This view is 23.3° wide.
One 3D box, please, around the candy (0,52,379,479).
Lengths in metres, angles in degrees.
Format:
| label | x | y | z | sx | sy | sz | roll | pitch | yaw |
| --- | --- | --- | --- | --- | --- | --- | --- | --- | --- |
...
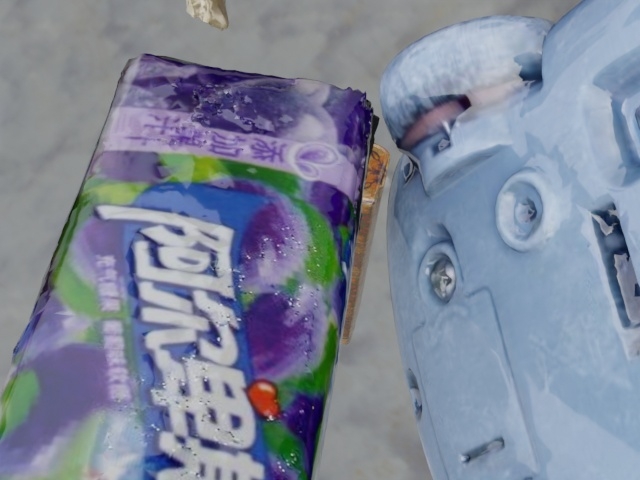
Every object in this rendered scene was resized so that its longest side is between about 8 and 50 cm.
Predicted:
| label | x | y | z | sx | sy | sz | roll | pitch | yaw |
| --- | --- | --- | --- | --- | --- | --- | --- | --- | --- |
| candy | -0.044 | 0.059 | 0.417 | 0.088 | 0.061 | 0.312 | 9 | 41 | 2 |

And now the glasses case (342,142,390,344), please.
| label | x | y | z | sx | sy | sz | roll | pitch | yaw |
| --- | --- | --- | --- | --- | --- | --- | --- | --- | --- |
| glasses case | 0.000 | 0.000 | 1.099 | 0.075 | 0.218 | 0.049 | 16 | 61 | 5 |

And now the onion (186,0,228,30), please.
| label | x | y | z | sx | sy | sz | roll | pitch | yaw |
| --- | --- | --- | --- | --- | --- | --- | --- | --- | --- |
| onion | -0.016 | -0.337 | 0.966 | 0.345 | 0.358 | 0.358 | -12 | 63 | 50 |

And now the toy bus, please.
| label | x | y | z | sx | sy | sz | roll | pitch | yaw |
| --- | --- | --- | --- | --- | --- | --- | --- | --- | --- |
| toy bus | 0.172 | 0.006 | 0.481 | 0.294 | 0.232 | 0.197 | -36 | 62 | 48 |
